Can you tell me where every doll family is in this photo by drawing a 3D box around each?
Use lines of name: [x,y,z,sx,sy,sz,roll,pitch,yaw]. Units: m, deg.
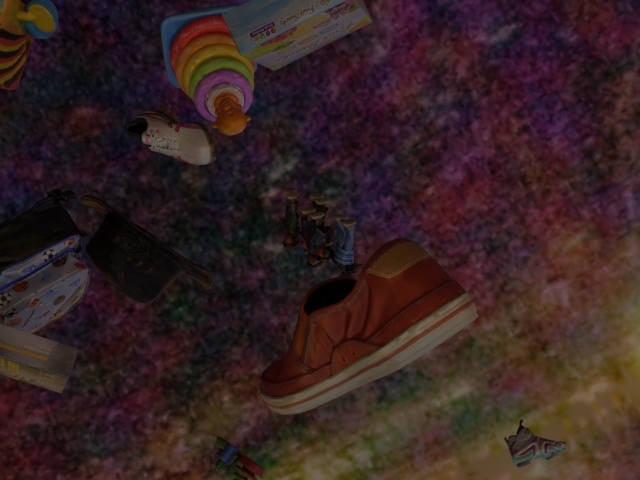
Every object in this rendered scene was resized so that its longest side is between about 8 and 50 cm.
doll family: [0.000,0.000,1.428,0.076,0.193,0.111,-6,115,-20]

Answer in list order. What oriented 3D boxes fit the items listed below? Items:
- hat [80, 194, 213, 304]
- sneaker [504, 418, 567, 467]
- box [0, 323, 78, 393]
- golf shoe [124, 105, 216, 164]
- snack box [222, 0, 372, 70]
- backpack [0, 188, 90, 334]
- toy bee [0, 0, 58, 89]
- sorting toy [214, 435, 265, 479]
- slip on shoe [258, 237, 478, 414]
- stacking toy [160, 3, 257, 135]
hat: [-0.390,0.047,2.025,0.134,0.331,0.331,-58,169,-13]
sneaker: [0.334,0.310,1.519,0.098,0.069,0.038,-7,145,-25]
box: [-0.534,0.208,1.727,0.183,0.056,0.231,21,160,-12]
golf shoe: [-0.235,-0.156,1.529,0.086,0.186,0.067,-22,123,-34]
snack box: [-0.027,-0.320,1.397,0.174,0.070,0.207,-25,180,12]
backpack: [-0.578,0.063,1.902,0.277,0.213,0.263,-27,170,-23]
toy bee: [-0.540,-0.422,1.677,0.195,0.298,0.162,-8,153,17]
sorting toy: [-0.127,0.322,1.402,0.042,0.102,0.061,-54,134,-11]
slip on shoe: [0.024,0.085,0.910,0.123,0.101,0.331,-29,174,-31]
stacking toy: [-0.176,-0.276,1.728,0.175,0.302,0.165,-12,133,-9]
